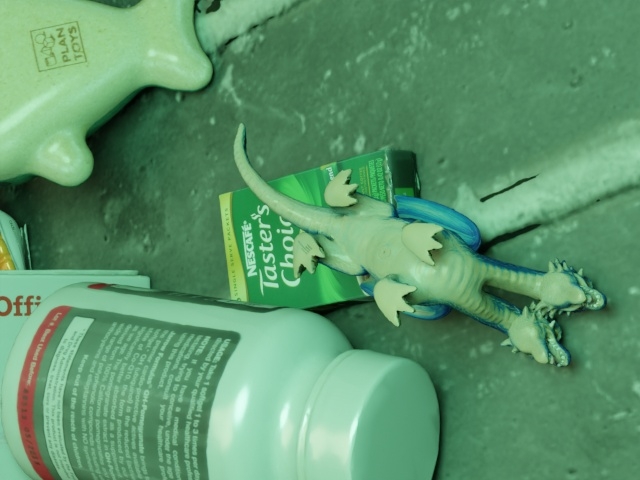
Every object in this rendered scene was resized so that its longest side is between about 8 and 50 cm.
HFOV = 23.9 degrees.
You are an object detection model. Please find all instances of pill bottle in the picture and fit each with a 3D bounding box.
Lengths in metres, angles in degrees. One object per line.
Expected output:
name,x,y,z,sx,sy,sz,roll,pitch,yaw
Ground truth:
pill bottle,-0.076,0.133,1.167,0.318,0.176,0.176,6,93,33

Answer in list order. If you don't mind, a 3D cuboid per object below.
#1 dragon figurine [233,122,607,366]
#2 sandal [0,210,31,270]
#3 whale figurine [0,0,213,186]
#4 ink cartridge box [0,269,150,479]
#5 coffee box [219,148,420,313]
dragon figurine,0.059,0.009,1.083,0.289,0.144,0.085,25,94,35
sandal,-0.330,-0.008,1.466,0.102,0.076,0.265,-13,94,24
whale figurine,-0.232,-0.144,1.335,0.272,0.141,0.216,-16,76,-3
ink cartridge box,-0.252,0.167,1.312,0.117,0.201,0.278,-6,85,41
coffee box,0.000,0.000,1.203,0.184,0.040,0.113,-12,82,40
